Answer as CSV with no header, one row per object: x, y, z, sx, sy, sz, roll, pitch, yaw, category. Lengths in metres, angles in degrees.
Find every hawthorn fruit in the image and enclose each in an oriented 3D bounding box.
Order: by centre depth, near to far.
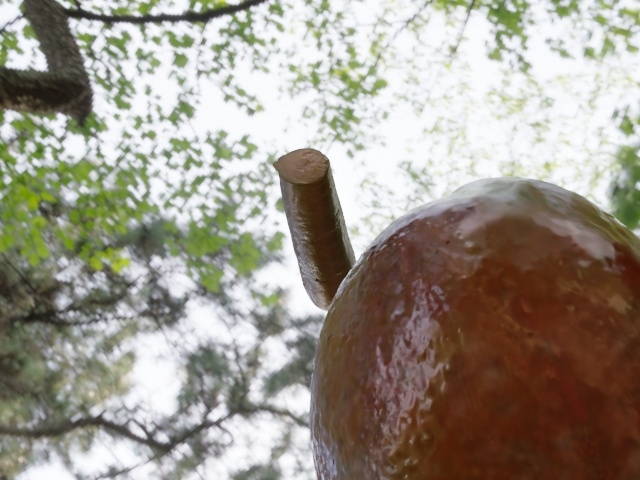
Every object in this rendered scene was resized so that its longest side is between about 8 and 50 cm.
0.076,0.060,0.470,0.172,0.173,0.173,-12,-64,-26,hawthorn fruit

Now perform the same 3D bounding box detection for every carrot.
0.000,0.000,1.232,0.067,0.067,0.225,-32,-40,-15,carrot
